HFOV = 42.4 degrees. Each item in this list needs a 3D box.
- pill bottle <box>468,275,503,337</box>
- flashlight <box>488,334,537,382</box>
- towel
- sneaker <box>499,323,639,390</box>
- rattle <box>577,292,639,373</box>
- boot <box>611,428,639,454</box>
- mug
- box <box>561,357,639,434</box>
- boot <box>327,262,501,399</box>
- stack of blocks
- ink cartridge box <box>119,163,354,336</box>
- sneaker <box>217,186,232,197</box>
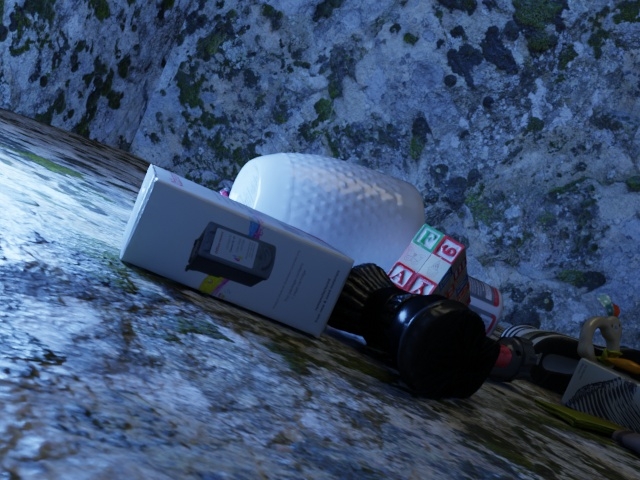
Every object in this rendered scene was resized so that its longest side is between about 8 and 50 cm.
[{"bbox_3d":[0.303,0.143,2.088,0.283,0.161,0.161,24,3,-17],"label":"pill bottle"},{"bbox_3d":[0.302,0.200,1.520,0.103,0.103,0.304,-18,-21,38],"label":"flashlight"},{"bbox_3d":[0.509,0.344,1.556,0.237,0.021,0.102,21,-1,-36],"label":"towel"},{"bbox_3d":[0.641,0.294,2.030,0.447,0.169,0.257,21,6,-19],"label":"sneaker"},{"bbox_3d":[0.663,0.200,1.827,0.130,0.200,0.143,45,-30,-3],"label":"rattle"},{"bbox_3d":[0.562,0.363,1.469,0.087,0.042,0.118,18,-3,40],"label":"boot"},{"bbox_3d":[0.000,0.000,1.579,0.328,0.276,0.374,17,36,-24],"label":"mug"},{"bbox_3d":[0.647,0.348,1.689,0.275,0.113,0.094,24,3,29],"label":"box"},{"bbox_3d":[0.105,0.114,1.205,0.260,0.131,0.348,33,-4,27],"label":"boot"},{"bbox_3d":[0.197,0.113,1.553,0.087,0.171,0.297,32,-13,23],"label":"stack of blocks"},{"bbox_3d":[-0.131,0.011,1.229,0.306,0.131,0.226,22,4,-15],"label":"ink cartridge box"},{"bbox_3d":[-0.209,-0.041,1.961,0.112,0.120,0.299,54,5,5],"label":"sneaker"}]
